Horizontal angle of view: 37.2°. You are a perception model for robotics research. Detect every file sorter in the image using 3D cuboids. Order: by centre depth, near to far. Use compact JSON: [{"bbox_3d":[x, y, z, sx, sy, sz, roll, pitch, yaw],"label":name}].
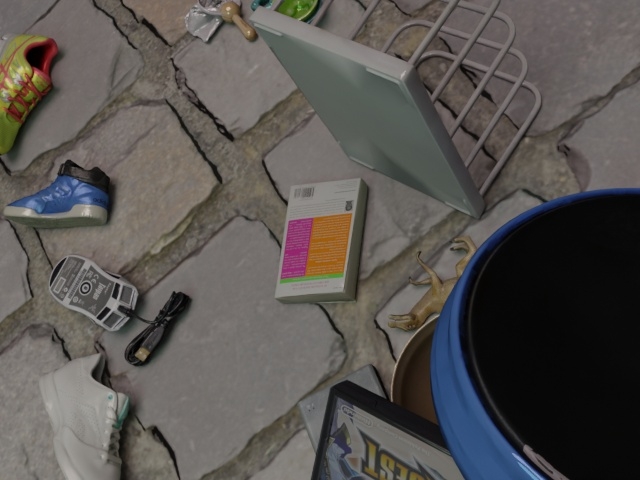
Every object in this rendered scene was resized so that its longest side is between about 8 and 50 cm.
[{"bbox_3d":[0.097,-0.187,0.997,0.192,0.278,0.173,28,79,32],"label":"file sorter"}]

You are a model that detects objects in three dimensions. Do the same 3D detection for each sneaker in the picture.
[{"bbox_3d":[-0.257,0.219,1.104,0.094,0.080,0.212,-29,56,-3],"label":"sneaker"},{"bbox_3d":[-0.353,-0.064,1.283,0.152,0.058,0.085,-2,72,20],"label":"sneaker"},{"bbox_3d":[-0.440,-0.220,1.386,0.094,0.081,0.209,-2,66,23],"label":"sneaker"}]

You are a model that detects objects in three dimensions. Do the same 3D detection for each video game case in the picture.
[{"bbox_3d":[0.100,0.291,0.843,0.274,0.035,0.248,23,111,31],"label":"video game case"}]

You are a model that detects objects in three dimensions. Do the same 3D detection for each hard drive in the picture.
[{"bbox_3d":[0.040,0.209,0.992,0.094,0.022,0.135,-30,58,10],"label":"hard drive"}]

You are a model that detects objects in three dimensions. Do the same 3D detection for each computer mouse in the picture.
[{"bbox_3d":[-0.258,0.075,1.188,0.193,0.042,0.106,27,86,27],"label":"computer mouse"}]

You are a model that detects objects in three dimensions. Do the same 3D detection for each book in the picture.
[{"bbox_3d":[0.000,0.000,1.103,0.096,0.035,0.144,-4,65,27],"label":"book"}]

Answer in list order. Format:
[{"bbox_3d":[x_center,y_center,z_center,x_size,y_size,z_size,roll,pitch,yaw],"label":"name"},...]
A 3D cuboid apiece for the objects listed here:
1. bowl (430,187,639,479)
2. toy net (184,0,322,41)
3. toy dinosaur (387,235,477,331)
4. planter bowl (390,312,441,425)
[{"bbox_3d":[0.289,0.105,0.783,0.391,0.077,0.391,0,47,0],"label":"bowl"},{"bbox_3d":[-0.093,-0.330,1.290,0.232,0.045,0.122,3,69,27],"label":"toy net"},{"bbox_3d":[0.156,0.046,1.006,0.183,0.053,0.093,-18,76,25],"label":"toy dinosaur"},{"bbox_3d":[0.161,0.153,0.908,0.162,0.109,0.162,-10,64,22],"label":"planter bowl"}]
